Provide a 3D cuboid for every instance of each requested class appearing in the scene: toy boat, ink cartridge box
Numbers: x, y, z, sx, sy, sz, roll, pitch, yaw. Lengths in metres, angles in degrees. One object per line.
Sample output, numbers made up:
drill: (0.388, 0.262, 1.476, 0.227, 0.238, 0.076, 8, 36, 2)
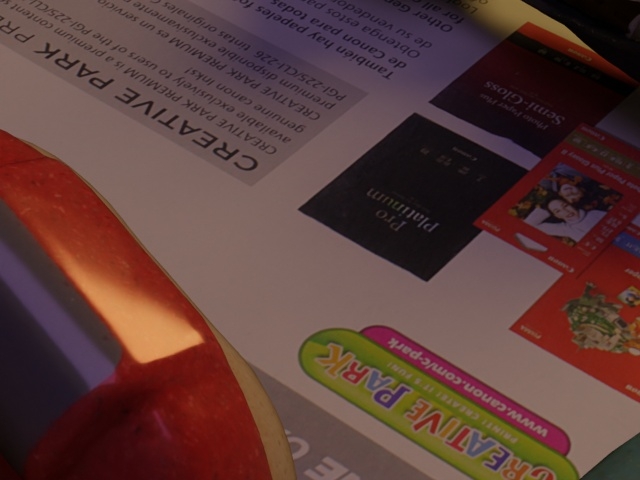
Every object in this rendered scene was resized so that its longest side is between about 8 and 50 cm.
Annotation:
toy boat: (-0.123, 0.086, 0.375, 0.151, 0.231, 0.151, 47, 23, 19)
ink cartridge box: (0.000, 0.000, 0.556, 0.309, 0.130, 0.272, 30, 47, 25)

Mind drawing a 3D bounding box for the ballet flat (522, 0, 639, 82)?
ballet flat: (0.061, -0.102, 0.517, 0.074, 0.074, 0.203, -29, 54, -33)

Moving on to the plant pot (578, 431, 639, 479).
plant pot: (0.110, 0.134, 0.350, 0.234, 0.165, 0.165, -22, 28, -35)
